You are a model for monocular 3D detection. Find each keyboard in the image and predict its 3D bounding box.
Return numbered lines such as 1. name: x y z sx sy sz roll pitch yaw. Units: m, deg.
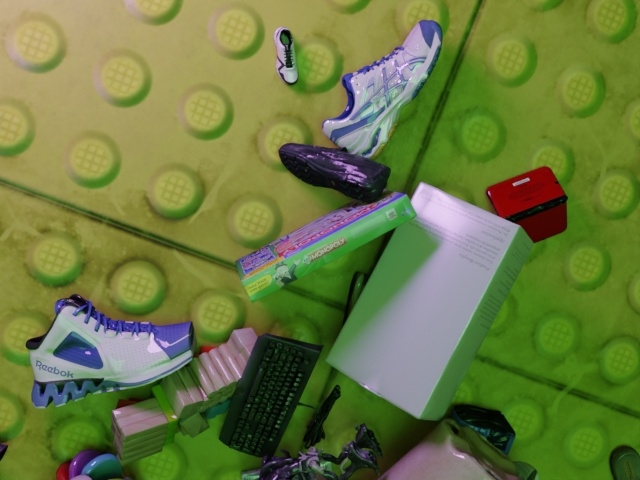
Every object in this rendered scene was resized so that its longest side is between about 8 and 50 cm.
1. keyboard: -0.062 0.308 1.376 0.202 0.033 0.317 14 126 -11

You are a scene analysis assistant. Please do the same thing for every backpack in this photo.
1. backpack: 0.316 0.393 1.487 0.120 0.098 0.101 18 98 -11

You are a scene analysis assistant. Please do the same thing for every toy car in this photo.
1. toy car: -0.433 0.460 1.362 0.182 0.159 0.136 -32 57 24

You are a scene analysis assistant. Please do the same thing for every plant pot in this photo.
1. plant pot: 0.219 0.511 1.346 0.334 0.334 0.305 35 99 -11

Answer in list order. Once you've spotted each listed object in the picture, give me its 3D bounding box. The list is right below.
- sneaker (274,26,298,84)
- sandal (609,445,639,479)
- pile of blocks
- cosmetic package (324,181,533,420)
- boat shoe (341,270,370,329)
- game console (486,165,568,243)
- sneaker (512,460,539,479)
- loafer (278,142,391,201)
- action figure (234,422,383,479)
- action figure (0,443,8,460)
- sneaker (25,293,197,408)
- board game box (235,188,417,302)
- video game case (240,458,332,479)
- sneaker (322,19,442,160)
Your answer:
1. sneaker: -0.064 -0.344 1.368 0.040 0.044 0.109 -14 100 -9
2. sandal: 0.692 0.548 1.582 0.090 0.060 0.219 -21 99 -6
3. pile of blocks: -0.241 0.281 1.399 0.362 0.149 0.112 -28 57 -14
4. cosmetic package: 0.203 0.115 1.357 0.217 0.156 0.384 30 92 28
5. boat shoe: 0.075 0.139 1.441 0.049 0.056 0.152 12 95 -5
6. game console: 0.418 -0.063 1.491 0.144 0.085 0.124 -21 68 -6
7. sneaker: 0.350 0.569 1.507 0.129 0.111 0.297 22 111 -37
8. loafer: 0.025 -0.137 1.357 0.223 0.076 0.078 22 59 26
9. action figure: -0.019 0.449 1.362 0.276 0.164 0.140 -24 103 9
10. action figure: -0.718 0.350 1.325 0.285 0.099 0.185 27 101 -7
11. sneaker: -0.396 0.178 1.337 0.316 0.127 0.182 -16 101 -5
12. board game box: 0.000 0.000 1.333 0.317 0.213 0.046 -28 100 -5
13. video game case: -0.060 0.550 1.486 0.184 0.023 0.201 -7 98 -8
14. sneaker: 0.114 -0.296 1.367 0.131 0.112 0.296 30 91 -11
